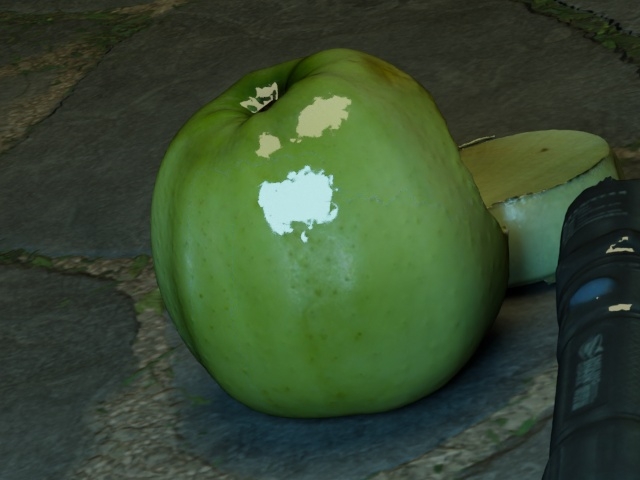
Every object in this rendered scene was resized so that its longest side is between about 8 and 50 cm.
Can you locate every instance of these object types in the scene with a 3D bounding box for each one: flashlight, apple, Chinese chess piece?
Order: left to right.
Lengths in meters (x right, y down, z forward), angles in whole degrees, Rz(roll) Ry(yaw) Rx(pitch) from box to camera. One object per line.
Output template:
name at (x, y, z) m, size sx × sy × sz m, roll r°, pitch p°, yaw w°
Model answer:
apple at (0.000, 0.000, 1.464) m, size 0.279 × 0.279 × 0.279 m, roll -13°, pitch 23°, yaw 6°
Chinese chess piece at (0.160, -0.026, 1.626) m, size 0.188 × 0.083 × 0.188 m, roll -15°, pitch 20°, yaw 5°
flashlight at (0.197, 0.083, 1.331) m, size 0.103 × 0.103 × 0.424 m, roll -9°, pitch 24°, yaw 15°
